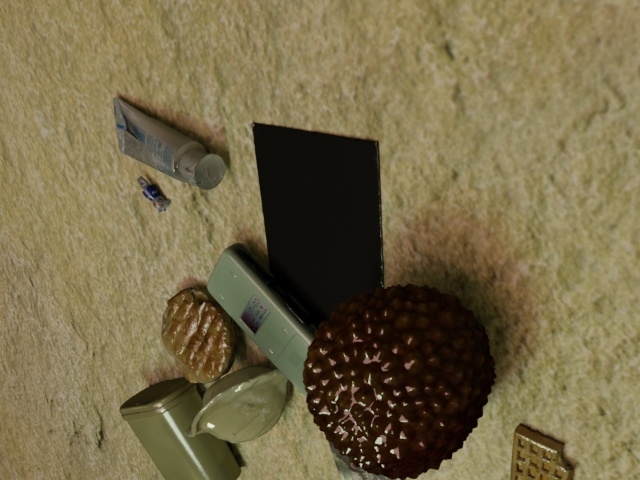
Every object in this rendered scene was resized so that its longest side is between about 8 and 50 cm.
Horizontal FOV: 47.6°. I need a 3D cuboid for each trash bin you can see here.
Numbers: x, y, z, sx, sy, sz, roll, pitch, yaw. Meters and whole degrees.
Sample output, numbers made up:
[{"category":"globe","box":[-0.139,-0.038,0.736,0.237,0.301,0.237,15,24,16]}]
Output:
[{"category":"trash bin","box":[-0.313,0.443,1.630,0.243,0.121,0.247,-23,99,48]}]

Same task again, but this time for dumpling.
[{"category":"dumpling","box":[-0.159,0.309,1.354,0.252,0.180,0.131,-44,61,47]}]

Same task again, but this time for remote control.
[{"category":"remote control","box":[-0.076,0.142,1.265,0.296,0.056,0.140,45,138,13]}]

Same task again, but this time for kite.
[{"category":"kite","box":[0.111,0.506,1.336,0.169,0.015,0.309,-3,110,43]}]

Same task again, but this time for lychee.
[{"category":"lychee","box":[0.114,0.183,0.984,0.268,0.267,0.267,22,126,34]}]

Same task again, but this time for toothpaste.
[{"category":"toothpaste","box":[-0.285,-0.167,1.296,0.299,0.073,0.113,28,131,39]}]

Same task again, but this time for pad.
[{"category":"pad","box":[0.000,0.000,1.159,0.248,0.007,0.367,16,123,37]}]

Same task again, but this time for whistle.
[{"category":"whistle","box":[-0.322,-0.091,1.397,0.033,0.029,0.083,-42,86,10]}]

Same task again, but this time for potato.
[{"category":"potato","box":[-0.258,0.256,1.507,0.083,0.062,0.068,-58,36,11]}]

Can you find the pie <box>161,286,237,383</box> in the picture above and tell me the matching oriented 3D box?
[{"category":"pie","box":[-0.237,0.182,1.425,0.195,0.046,0.195,5,99,36]}]

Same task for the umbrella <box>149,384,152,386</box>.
[{"category":"umbrella","box":[-0.388,0.421,1.755,0.027,0.025,0.165,-6,111,22]}]

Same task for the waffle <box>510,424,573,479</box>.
[{"category":"waffle","box":[0.315,0.335,1.039,0.092,0.021,0.134,20,126,37]}]
